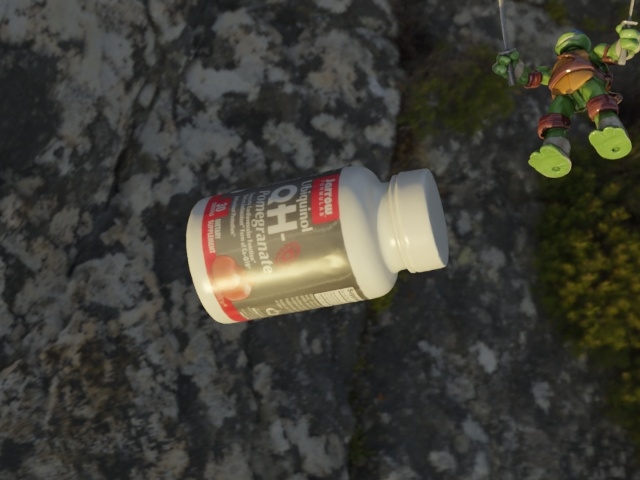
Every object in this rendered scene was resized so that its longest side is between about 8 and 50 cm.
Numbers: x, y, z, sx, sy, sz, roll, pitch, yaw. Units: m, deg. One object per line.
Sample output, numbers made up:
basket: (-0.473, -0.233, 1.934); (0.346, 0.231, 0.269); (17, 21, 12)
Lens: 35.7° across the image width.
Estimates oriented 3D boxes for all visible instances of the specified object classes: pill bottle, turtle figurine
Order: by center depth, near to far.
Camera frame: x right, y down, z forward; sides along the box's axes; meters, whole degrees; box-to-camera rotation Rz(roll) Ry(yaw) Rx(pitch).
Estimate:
pill bottle: (0.000, 0.000, 1.312); (0.176, 0.318, 0.176); (-11, 90, -74)
turtle figurine: (0.350, -0.247, 1.424); (0.197, 0.275, 0.266); (2, 55, 2)
